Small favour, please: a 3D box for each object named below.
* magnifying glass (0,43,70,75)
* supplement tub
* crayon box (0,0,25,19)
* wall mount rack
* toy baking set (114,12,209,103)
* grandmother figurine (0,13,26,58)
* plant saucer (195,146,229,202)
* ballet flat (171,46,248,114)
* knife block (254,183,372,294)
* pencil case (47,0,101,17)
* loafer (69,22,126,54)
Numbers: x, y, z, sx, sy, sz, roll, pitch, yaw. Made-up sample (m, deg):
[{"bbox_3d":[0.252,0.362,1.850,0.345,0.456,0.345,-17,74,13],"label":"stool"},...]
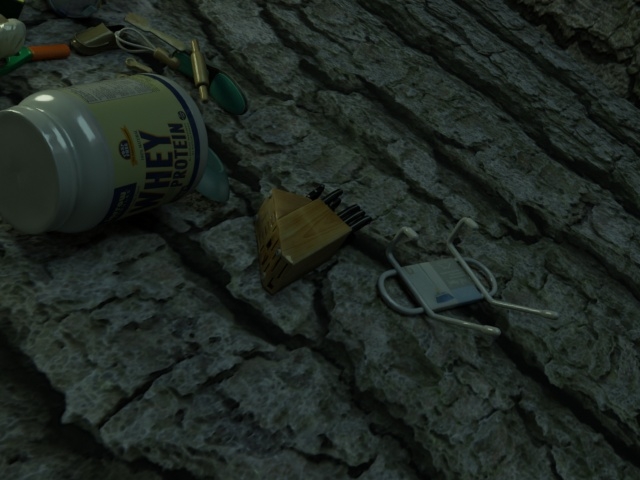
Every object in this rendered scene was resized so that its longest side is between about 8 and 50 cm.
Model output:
[{"bbox_3d":[-0.592,-0.363,1.872,0.231,0.026,0.092,-21,61,-47],"label":"magnifying glass"},{"bbox_3d":[-0.374,-0.146,1.606,0.235,0.235,0.325,46,37,16],"label":"supplement tub"},{"bbox_3d":[-0.744,-0.574,1.906,0.319,0.081,0.202,16,54,-25],"label":"crayon box"},{"bbox_3d":[0.299,0.094,1.946,0.350,0.130,0.304,-9,53,-43],"label":"wall mount rack"},{"bbox_3d":[-0.334,-0.380,2.021,0.197,0.030,0.256,4,61,-22],"label":"toy baking set"},{"bbox_3d":[-0.712,-0.419,1.754,0.343,0.104,0.207,18,46,-9],"label":"grandmother figurine"},{"bbox_3d":[-0.236,-0.156,1.836,0.195,0.037,0.195,42,15,-15],"label":"plant saucer"},{"bbox_3d":[-0.231,-0.357,2.107,0.213,0.072,0.068,38,31,6],"label":"ballet flat"},{"bbox_3d":[0.000,0.000,1.855,0.242,0.088,0.275,15,39,-23],"label":"knife block"},{"bbox_3d":[-0.545,-0.605,2.113,0.124,0.113,0.273,24,35,-37],"label":"pencil case"},{"bbox_3d":[-0.467,-0.431,2.023,0.056,0.050,0.148,43,36,12],"label":"loafer"}]
